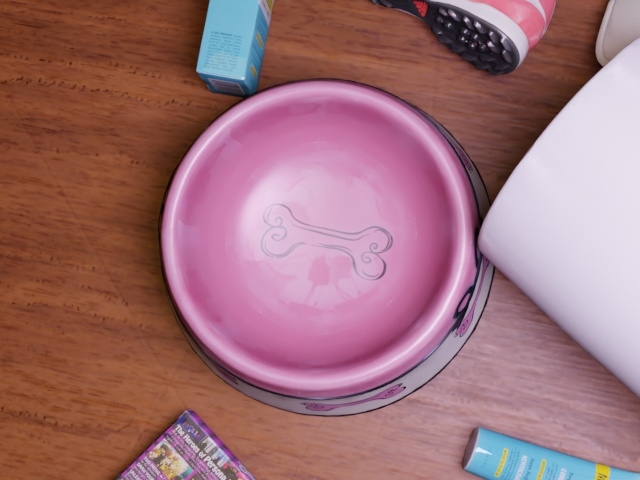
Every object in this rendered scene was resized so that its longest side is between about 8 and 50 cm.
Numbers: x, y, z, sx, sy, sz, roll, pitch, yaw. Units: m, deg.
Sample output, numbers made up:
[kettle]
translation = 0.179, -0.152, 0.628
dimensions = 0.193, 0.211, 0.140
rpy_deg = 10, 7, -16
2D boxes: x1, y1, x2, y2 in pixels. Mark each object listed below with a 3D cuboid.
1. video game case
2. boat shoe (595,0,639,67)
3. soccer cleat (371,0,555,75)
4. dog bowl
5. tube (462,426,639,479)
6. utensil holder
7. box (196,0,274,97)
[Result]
[video game case]
translation = -0.152, 0.354, 1.184
dimensions = 0.210, 0.042, 0.232
rpy_deg = -45, 82, 0
[boat shoe]
translation = 0.424, -0.318, 1.190
dimensions = 0.099, 0.116, 0.319
rpy_deg = 32, 78, -35
[soccer cleat]
translation = 0.131, -0.327, 1.209
dimensions = 0.318, 0.108, 0.116
rpy_deg = 37, 68, 10
[dog bowl]
translation = 0.000, 0.000, 1.153
dimensions = 0.408, 0.150, 0.407
rpy_deg = -1, 83, 5
[tube]
translation = 0.268, 0.273, 1.154
dimensions = 0.207, 0.052, 0.080
rpy_deg = 19, 98, 1
[utensil holder]
translation = 0.401, 0.019, 1.006
dimensions = 0.327, 0.327, 0.385
rpy_deg = -46, 72, -1
[box]
translation = -0.090, -0.303, 1.218
dimensions = 0.060, 0.100, 0.244
rpy_deg = 10, 86, 5
